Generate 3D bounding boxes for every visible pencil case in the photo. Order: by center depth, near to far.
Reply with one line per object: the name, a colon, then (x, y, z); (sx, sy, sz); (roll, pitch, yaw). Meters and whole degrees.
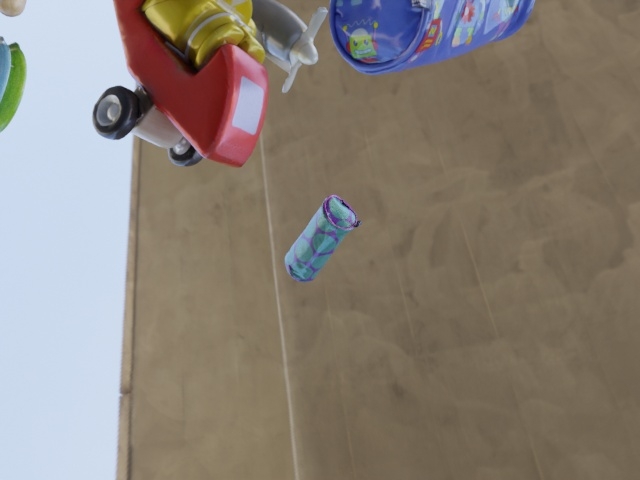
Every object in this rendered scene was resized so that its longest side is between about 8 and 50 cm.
pencil case: (0.137, -0.275, 0.685); (0.119, 0.133, 0.306); (26, -144, 29)
pencil case: (0.000, 0.000, 0.948); (0.064, 0.151, 0.070); (45, -138, 8)

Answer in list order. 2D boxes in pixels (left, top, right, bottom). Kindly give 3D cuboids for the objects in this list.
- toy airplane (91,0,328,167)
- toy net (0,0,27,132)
toy airplane: (-0.155, -0.311, 0.718); (0.272, 0.384, 0.386); (-27, -156, 24)
toy net: (-0.202, -0.185, 0.413); (0.232, 0.045, 0.122); (-43, -126, 24)
